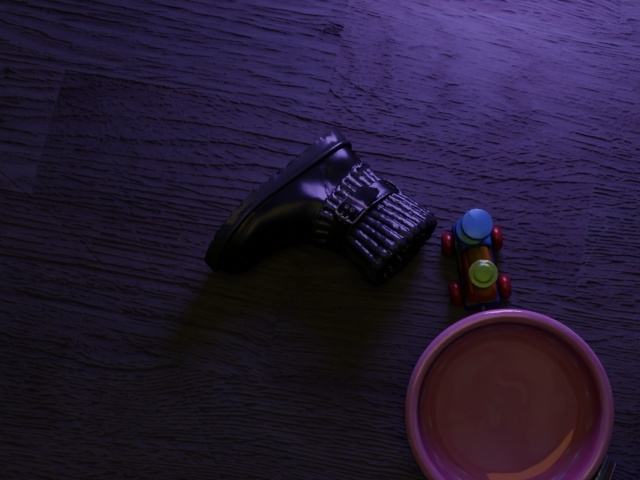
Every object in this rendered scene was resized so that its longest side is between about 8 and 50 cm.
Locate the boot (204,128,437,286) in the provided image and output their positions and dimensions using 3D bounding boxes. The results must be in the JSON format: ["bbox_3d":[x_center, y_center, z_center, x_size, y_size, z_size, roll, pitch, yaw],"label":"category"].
[{"bbox_3d":[0.001,-0.002,1.751,0.348,0.131,0.260,-41,76,-7],"label":"boot"}]

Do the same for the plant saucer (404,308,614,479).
[{"bbox_3d":[0.299,0.275,1.654,0.331,0.084,0.332,0,90,2],"label":"plant saucer"}]

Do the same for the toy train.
[{"bbox_3d":[0.269,0.076,1.703,0.105,0.143,0.248,-8,75,3],"label":"toy train"}]

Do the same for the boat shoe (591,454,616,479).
[{"bbox_3d":[0.445,0.437,1.645,0.066,0.066,0.183,21,88,5],"label":"boat shoe"}]

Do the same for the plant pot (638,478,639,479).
[{"bbox_3d":[0.557,0.463,1.540,0.195,0.290,0.290,-37,73,31],"label":"plant pot"}]
